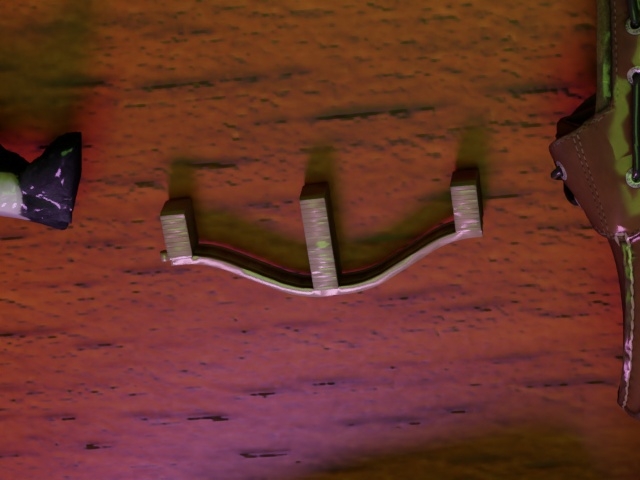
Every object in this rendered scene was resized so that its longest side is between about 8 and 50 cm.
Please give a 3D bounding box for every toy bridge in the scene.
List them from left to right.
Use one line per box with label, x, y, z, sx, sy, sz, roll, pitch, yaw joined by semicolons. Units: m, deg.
toy bridge;0.000;0.000;0.945;0.188;0.026;0.063;-6;114;8

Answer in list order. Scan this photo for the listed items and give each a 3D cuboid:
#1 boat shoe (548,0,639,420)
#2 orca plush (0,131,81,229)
boat shoe;0.173;-0.049;0.871;0.104;0.111;0.307;7;104;7
orca plush;-0.268;-0.085;0.897;0.287;0.151;0.102;9;83;5
